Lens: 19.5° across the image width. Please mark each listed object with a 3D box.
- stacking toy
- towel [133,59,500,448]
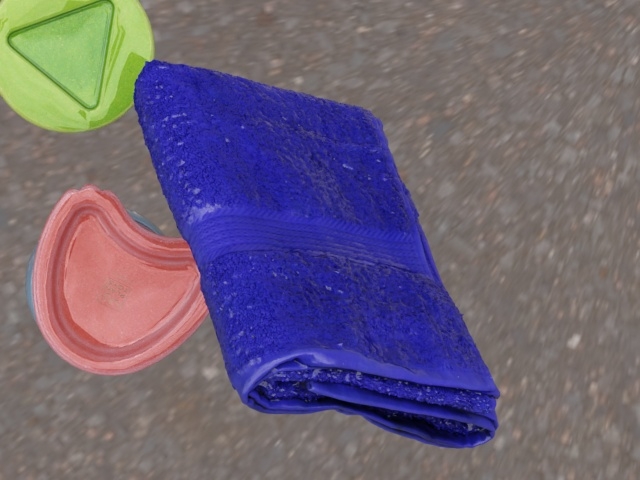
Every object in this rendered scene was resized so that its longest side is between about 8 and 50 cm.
[{"bbox_3d":[-0.204,-0.061,1.531,0.309,0.130,0.279,37,89,-13],"label":"stacking toy"},{"bbox_3d":[0.000,0.000,1.326,0.076,0.228,0.308,-49,46,28],"label":"towel"}]
